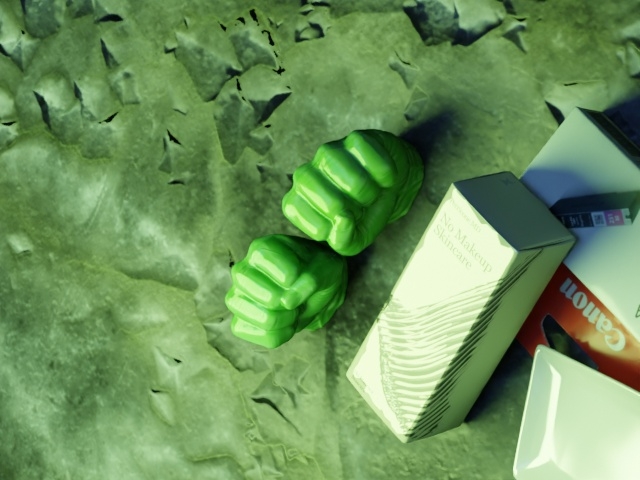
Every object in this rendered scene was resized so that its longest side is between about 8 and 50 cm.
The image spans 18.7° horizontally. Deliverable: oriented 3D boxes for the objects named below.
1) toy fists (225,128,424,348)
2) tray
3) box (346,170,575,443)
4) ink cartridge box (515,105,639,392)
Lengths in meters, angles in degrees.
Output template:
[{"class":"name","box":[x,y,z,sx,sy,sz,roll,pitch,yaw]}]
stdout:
[{"class":"toy fists","box":[0.000,0.000,2.083,0.096,0.142,0.279,48,116,28]},{"class":"tray","box":[0.282,0.205,1.870,0.270,0.030,0.145,27,110,58]},{"class":"box","box":[0.138,0.069,1.969,0.113,0.094,0.275,47,129,29]},{"class":"ink cartridge box","box":[0.281,0.044,1.923,0.275,0.060,0.239,49,114,28]}]
